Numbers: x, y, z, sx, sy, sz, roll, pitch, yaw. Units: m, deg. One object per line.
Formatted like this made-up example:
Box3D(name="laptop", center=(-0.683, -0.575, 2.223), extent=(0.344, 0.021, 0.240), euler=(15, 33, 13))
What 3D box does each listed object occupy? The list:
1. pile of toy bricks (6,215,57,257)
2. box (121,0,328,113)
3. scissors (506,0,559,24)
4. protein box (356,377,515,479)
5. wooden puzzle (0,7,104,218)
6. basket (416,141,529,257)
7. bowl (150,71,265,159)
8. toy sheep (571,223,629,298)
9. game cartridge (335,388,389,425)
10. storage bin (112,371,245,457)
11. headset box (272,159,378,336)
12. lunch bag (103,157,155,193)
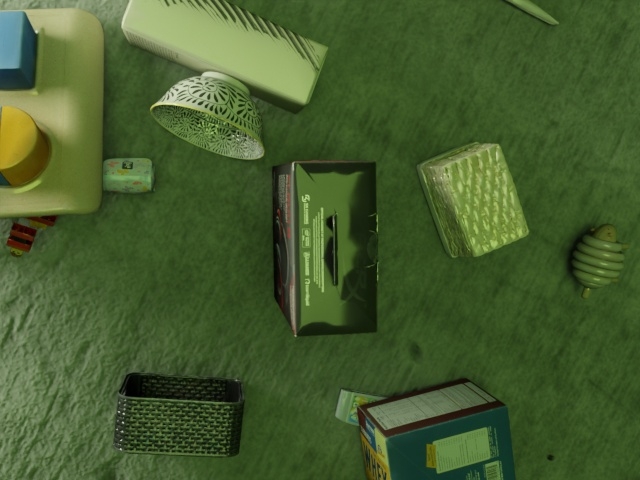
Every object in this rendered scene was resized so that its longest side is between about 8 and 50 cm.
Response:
Box3D(name="pile of toy bricks", center=(-0.497, -0.028, 0.914), extent=(0.212, 0.118, 0.105), euler=(21, 127, -20))
Box3D(name="box", center=(-0.136, -0.283, 0.936), extent=(0.275, 0.113, 0.094), euler=(21, 90, -12))
Box3D(name="scissors", center=(0.258, -0.429, 1.032), extent=(0.297, 0.021, 0.109), euler=(11, 92, -9))
Box3D(name="protein box", center=(0.184, 0.354, 1.026), extent=(0.201, 0.136, 0.200), euler=(-11, 99, -13))
Box3D(name="wooden puzzle", center=(-0.469, -0.181, 0.842), extent=(0.348, 0.080, 0.322), euler=(-2, 69, -11))
Box3D(name="basket", center=(0.241, -0.064, 1.022), extent=(0.113, 0.103, 0.167), euler=(-23, 98, -8))
Box3D(name="bowl", center=(-0.147, -0.187, 0.922), extent=(0.170, 0.170, 0.080), euler=(21, 79, -11))
Box3D(name="toy sheep", center=(0.464, 0.036, 1.080), extent=(0.091, 0.091, 0.132), euler=(9, 99, -10))
Box3D(name="game cartridge", center=(0.068, 0.279, 1.070), extent=(0.083, 0.017, 0.056), euler=(12, 97, -10))
Box3D(name="storage bin", center=(-0.209, 0.259, 0.967), extent=(0.180, 0.122, 0.084), euler=(5, 94, -10))
Box3D(name="headset box", center=(0.000, 0.000, 0.892), extent=(0.110, 0.293, 0.218), euler=(-2, 96, -10))
Box3D(name="lunch bag", center=(-0.278, -0.094, 0.943), extent=(0.071, 0.083, 0.053), euler=(0, 96, -9))
